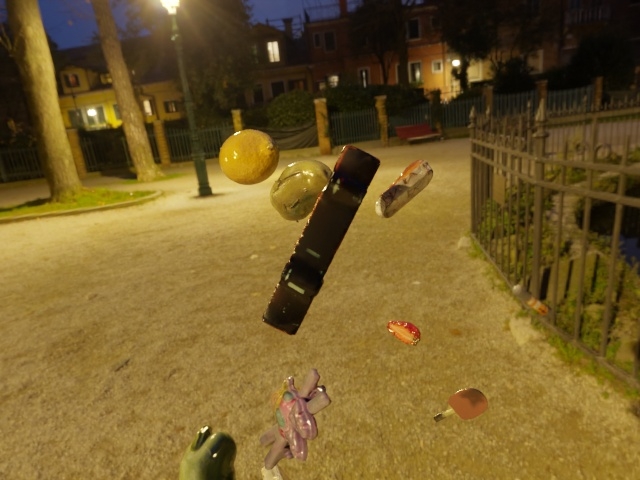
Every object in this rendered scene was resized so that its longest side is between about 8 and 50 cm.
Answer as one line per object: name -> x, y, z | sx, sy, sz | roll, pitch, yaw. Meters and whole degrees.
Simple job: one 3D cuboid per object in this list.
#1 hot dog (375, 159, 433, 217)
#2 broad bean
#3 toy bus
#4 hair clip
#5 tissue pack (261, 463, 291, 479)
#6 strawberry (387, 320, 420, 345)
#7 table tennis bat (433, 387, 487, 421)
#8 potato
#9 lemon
hot dog -> 0.223, -0.137, 1.120 | 0.191, 0.108, 0.059 | -42, 58, -8
broad bean -> -0.244, 0.520, 0.919 | 0.100, 0.169, 0.228 | -29, 50, 8
toy bus -> 0.000, 0.000, 0.891 | 0.093, 0.408, 0.092 | 27, 3, 1
hair clip -> -0.054, 0.358, 0.799 | 0.090, 0.278, 0.137 | -4, 44, -23
tissue pack -> -0.157, 1.033, 1.732 | 0.090, 0.222, 0.186 | -28, 43, -12
strawberry -> 0.327, 0.351, 1.629 | 0.048, 0.103, 0.152 | -32, 42, -31
table tennis bat -> 0.596, 0.719, 1.808 | 0.246, 0.138, 0.022 | -36, 3, 21
potato -> -0.063, -0.160, 1.338 | 0.169, 0.143, 0.248 | 27, -42, -32
lemon -> -0.238, -0.279, 1.415 | 0.244, 0.186, 0.187 | -10, 11, 34
